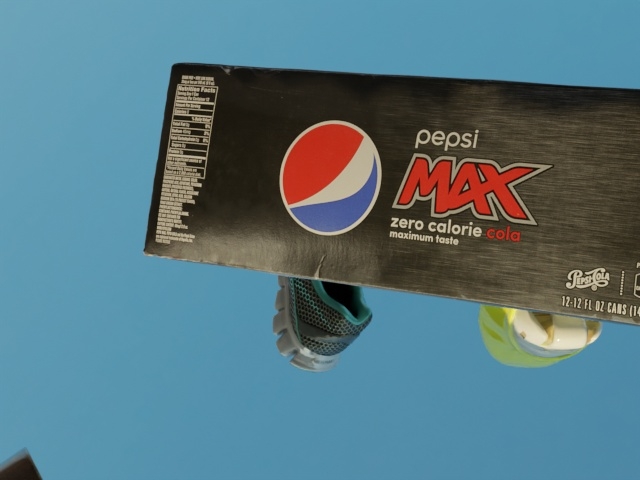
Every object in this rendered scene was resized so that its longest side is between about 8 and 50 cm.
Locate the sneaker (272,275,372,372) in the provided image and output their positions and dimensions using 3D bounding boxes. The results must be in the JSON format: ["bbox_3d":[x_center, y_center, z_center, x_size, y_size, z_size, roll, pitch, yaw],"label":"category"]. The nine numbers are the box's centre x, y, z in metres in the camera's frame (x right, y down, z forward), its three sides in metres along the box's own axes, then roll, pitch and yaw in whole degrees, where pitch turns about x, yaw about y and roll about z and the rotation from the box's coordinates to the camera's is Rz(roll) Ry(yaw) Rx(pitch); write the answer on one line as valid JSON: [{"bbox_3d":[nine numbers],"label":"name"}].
[{"bbox_3d":[0.000,0.000,0.939,0.076,0.065,0.166,-36,-117,52],"label":"sneaker"}]

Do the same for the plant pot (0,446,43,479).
[{"bbox_3d":[-0.282,0.307,1.073,0.230,0.215,0.215,-27,-138,-14],"label":"plant pot"}]

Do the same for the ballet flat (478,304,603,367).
[{"bbox_3d":[0.149,0.017,0.840,0.077,0.231,0.077,2,-137,-13],"label":"ballet flat"}]

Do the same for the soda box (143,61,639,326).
[{"bbox_3d":[0.042,-0.011,0.351,0.169,0.060,0.053,8,-89,29],"label":"soda box"}]
